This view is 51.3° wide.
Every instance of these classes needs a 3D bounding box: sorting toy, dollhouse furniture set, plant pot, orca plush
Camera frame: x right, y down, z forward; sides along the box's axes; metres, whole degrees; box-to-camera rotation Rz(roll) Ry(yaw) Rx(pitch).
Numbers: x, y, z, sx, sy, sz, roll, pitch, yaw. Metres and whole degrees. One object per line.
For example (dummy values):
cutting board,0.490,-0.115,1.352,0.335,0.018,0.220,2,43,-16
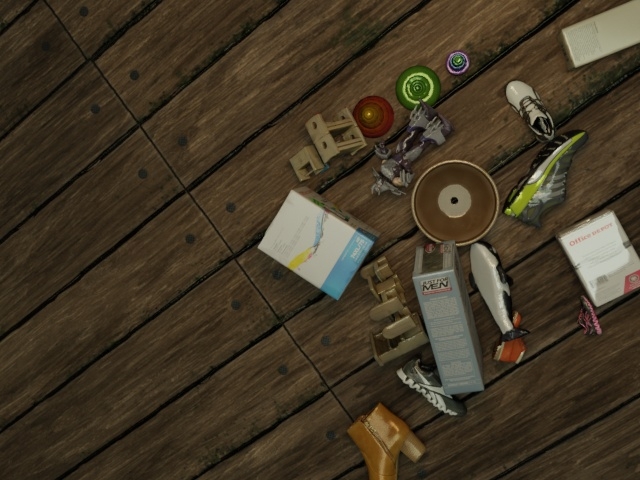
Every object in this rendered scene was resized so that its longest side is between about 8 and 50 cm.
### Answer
sorting toy,0.244,-0.409,1.829,0.365,0.126,0.127,-30,91,14
dollhouse furniture set,0.177,0.211,1.883,0.161,0.212,0.242,-29,118,11
plant pot,0.373,-0.106,1.852,0.237,0.110,0.237,1,97,10
dollhouse furniture set,0.009,-0.277,1.910,0.183,0.129,0.129,-32,82,47
orca plush,0.515,0.129,1.858,0.102,0.151,0.287,-15,66,-25

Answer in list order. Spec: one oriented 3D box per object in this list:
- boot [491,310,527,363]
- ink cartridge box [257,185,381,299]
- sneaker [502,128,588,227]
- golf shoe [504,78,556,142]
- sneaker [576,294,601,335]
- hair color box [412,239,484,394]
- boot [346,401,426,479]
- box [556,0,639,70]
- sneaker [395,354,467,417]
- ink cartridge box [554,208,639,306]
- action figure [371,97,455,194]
boot,0.553,0.277,1.898,0.084,0.059,0.158,16,108,5
ink cartridge box,0.000,0.000,1.890,0.270,0.198,0.197,32,102,5
sneaker,0.628,-0.168,1.810,0.121,0.111,0.300,34,108,-6
golf shoe,0.571,-0.355,1.792,0.077,0.094,0.198,-39,88,14
sneaker,0.741,0.213,1.861,0.057,0.047,0.119,-20,92,24
hair color box,0.350,0.209,1.805,0.113,0.185,0.374,-11,112,16
boot,0.155,0.649,2.005,0.211,0.104,0.295,39,97,9
box,0.769,-0.546,1.729,0.275,0.094,0.113,-19,94,12
sneaker,0.342,0.420,1.942,0.234,0.078,0.106,35,105,7
ink cartridge box,0.761,0.043,1.808,0.158,0.092,0.218,-29,93,13
action figure,0.231,-0.241,1.837,0.285,0.099,0.185,-51,47,10
